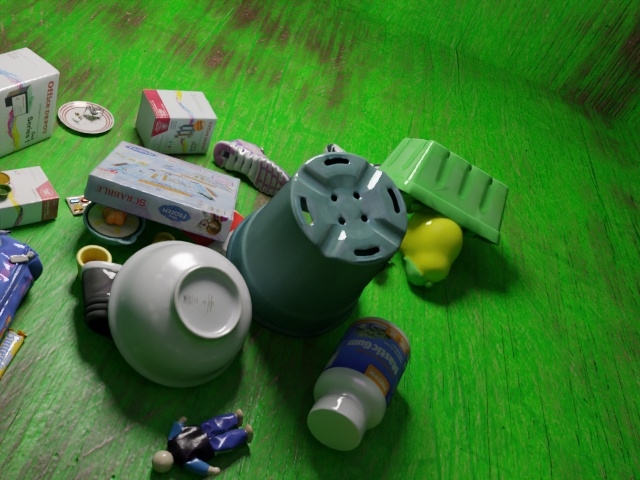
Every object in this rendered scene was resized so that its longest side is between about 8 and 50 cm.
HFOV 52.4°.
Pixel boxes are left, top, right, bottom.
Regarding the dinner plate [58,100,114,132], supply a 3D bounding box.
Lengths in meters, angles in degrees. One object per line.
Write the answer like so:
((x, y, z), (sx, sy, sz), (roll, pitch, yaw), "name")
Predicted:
((-0.627, -0.326, 1.740), (0.141, 0.017, 0.141), (16, 40, -14), "dinner plate")

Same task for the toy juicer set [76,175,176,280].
((-0.427, -0.039, 1.467), (0.209, 0.089, 0.328), (9, 44, -21), "toy juicer set")

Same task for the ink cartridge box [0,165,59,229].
((-0.686, -0.088, 1.404), (0.198, 0.067, 0.115), (-18, 55, -40), "ink cartridge box")

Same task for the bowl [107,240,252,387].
((-0.243, 0.129, 1.256), (0.298, 0.134, 0.297), (13, 67, -34), "bowl")

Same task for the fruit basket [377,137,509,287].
((0.308, -0.056, 1.804), (0.392, 0.391, 0.283), (7, 9, -22), "fruit basket")

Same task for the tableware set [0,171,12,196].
((-0.716, -0.143, 1.379), (0.104, 0.024, 0.154), (-7, 46, -34), "tableware set")

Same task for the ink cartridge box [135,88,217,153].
((-0.393, -0.323, 1.776), (0.176, 0.128, 0.127), (-7, 50, -33), "ink cartridge box")

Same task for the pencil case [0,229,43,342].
((-0.606, 0.121, 1.172), (0.119, 0.133, 0.306), (47, 31, -30), "pencil case")

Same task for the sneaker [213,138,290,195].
((-0.176, -0.215, 1.812), (0.237, 0.095, 0.104), (31, 32, 7), "sneaker")

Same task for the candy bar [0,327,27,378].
((-0.577, 0.221, 1.164), (0.040, 0.018, 0.161), (20, 40, -8), "candy bar")

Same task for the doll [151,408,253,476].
((-0.214, 0.370, 1.175), (0.189, 0.046, 0.129), (-12, 52, -38), "doll")

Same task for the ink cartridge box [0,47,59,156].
((-0.754, -0.302, 1.497), (0.117, 0.201, 0.278), (35, 39, 10), "ink cartridge box")

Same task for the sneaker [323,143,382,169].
((0.124, -0.207, 1.960), (0.153, 0.094, 0.235), (-20, 58, -43), "sneaker")

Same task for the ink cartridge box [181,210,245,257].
((-0.204, -0.014, 1.601), (0.225, 0.056, 0.181), (39, 40, 12), "ink cartridge box")

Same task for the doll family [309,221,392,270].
((0.090, -0.012, 1.706), (0.263, 0.118, 0.163), (15, 41, -14), "doll family")

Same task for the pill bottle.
((0.078, 0.292, 1.338), (0.152, 0.152, 0.272), (31, 39, 5), "pill bottle")

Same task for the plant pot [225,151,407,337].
((0.000, 0.000, 1.400), (0.341, 0.334, 0.340), (9, 63, -19), "plant pot")

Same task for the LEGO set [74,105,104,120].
((-0.613, -0.345, 1.736), (0.054, 0.023, 0.083), (30, 39, 5), "LEGO set")

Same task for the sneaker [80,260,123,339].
((-0.344, 0.144, 1.325), (0.296, 0.104, 0.146), (13, 54, -24), "sneaker")

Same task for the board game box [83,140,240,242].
((-0.358, -0.123, 1.545), (0.319, 0.065, 0.318), (18, 19, -10), "board game box")

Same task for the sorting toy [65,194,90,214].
((-0.547, -0.088, 1.525), (0.083, 0.012, 0.062), (-13, 53, -38), "sorting toy")
